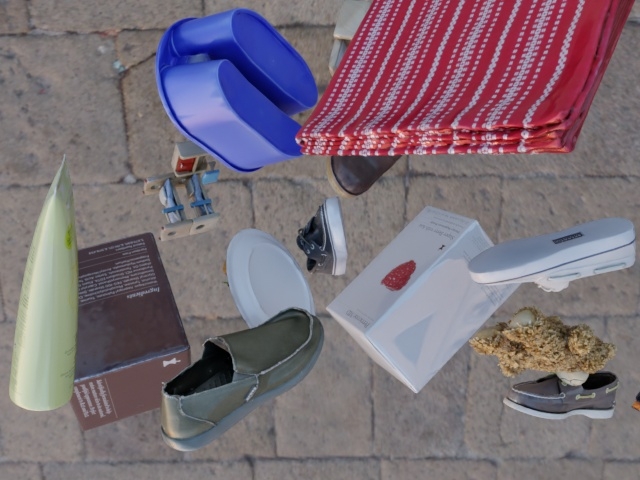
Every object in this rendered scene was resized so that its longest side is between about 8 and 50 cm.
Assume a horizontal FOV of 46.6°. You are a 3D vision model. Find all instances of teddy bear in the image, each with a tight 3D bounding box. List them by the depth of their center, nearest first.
[{"bbox_3d":[0.467,0.230,1.544,0.245,0.113,0.338,-25,144,26],"label":"teddy bear"}]

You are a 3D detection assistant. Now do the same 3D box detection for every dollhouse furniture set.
[{"bbox_3d":[0.190,-0.240,1.277,0.304,0.286,0.198,11,80,19],"label":"dollhouse furniture set"},{"bbox_3d":[-0.286,-0.104,1.555,0.129,0.183,0.129,-15,71,-24],"label":"dollhouse furniture set"}]

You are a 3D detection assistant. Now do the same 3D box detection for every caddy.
[{"bbox_3d":[-0.159,-0.276,1.398,0.179,0.241,0.341,-7,152,34],"label":"caddy"}]

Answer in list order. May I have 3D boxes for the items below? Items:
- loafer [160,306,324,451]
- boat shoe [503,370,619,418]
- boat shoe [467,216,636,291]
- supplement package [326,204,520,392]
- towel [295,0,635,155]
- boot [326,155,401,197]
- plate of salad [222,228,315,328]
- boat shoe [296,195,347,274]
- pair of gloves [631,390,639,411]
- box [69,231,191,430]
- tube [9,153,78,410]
[{"bbox_3d":[-0.094,0.154,0.919,0.094,0.251,0.087,20,135,40],"label":"loafer"},{"bbox_3d":[0.546,0.338,1.665,0.325,0.117,0.096,8,102,-29],"label":"boat shoe"},{"bbox_3d":[0.379,0.038,1.211,0.268,0.096,0.088,-17,113,2],"label":"boat shoe"},{"bbox_3d":[0.193,0.104,1.407,0.293,0.177,0.175,-45,115,-9],"label":"supplement package"},{"bbox_3d":[0.105,-0.151,0.565,0.031,0.275,0.198,38,71,-35],"label":"towel"},{"bbox_3d":[0.124,-0.174,1.025,0.090,0.248,0.207,47,141,-15],"label":"boot"},{"bbox_3d":[-0.077,0.077,1.105,0.048,0.199,0.199,-28,110,27],"label":"plate of salad"},{"bbox_3d":[0.000,0.000,1.166,0.076,0.228,0.080,-7,72,-1],"label":"boat shoe"},{"bbox_3d":[0.671,0.318,1.485,0.010,0.083,0.074,38,81,-25],"label":"pair of gloves"},{"bbox_3d":[-0.290,0.128,1.062,0.167,0.203,0.168,-14,148,-17],"label":"box"},{"bbox_3d":[-0.253,0.046,0.697,0.070,0.062,0.240,24,114,29],"label":"tube"}]
